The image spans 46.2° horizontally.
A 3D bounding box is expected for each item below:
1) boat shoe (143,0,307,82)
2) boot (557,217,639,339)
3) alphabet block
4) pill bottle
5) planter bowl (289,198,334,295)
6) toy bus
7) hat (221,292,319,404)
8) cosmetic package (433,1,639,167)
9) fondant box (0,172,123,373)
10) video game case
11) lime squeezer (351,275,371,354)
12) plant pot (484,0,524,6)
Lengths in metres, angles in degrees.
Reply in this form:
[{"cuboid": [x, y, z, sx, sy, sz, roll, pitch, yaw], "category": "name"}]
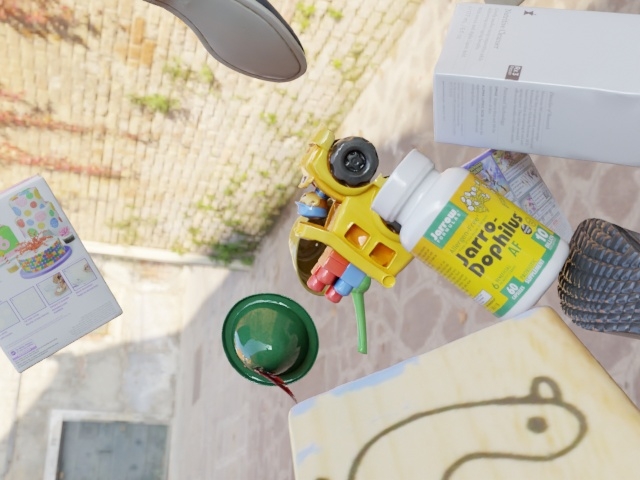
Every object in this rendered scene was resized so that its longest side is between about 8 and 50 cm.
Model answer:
[{"cuboid": [-0.110, -0.247, 0.745, 0.095, 0.254, 0.079, -28, 48, 40], "category": "boat shoe"}, {"cuboid": [0.398, 0.072, 0.752, 0.338, 0.223, 0.118, -118, 42, -75], "category": "boot"}, {"cuboid": [0.104, 0.187, 0.420, 0.197, 0.192, 0.193, -109, -5, -66], "category": "alphabet block"}, {"cuboid": [0.166, -0.010, 0.860, 0.117, 0.208, 0.117, -52, -6, -8], "category": "pill bottle"}, {"cuboid": [0.000, 0.000, 1.571, 0.090, 0.217, 0.217, 22, 107, 42], "category": "planter bowl"}, {"cuboid": [0.036, -0.026, 1.049, 0.211, 0.220, 0.149, -53, 9, 2], "category": "toy bus"}, {"cuboid": [-0.099, 0.191, 1.252, 0.183, 0.208, 0.173, -31, -58, -74], "category": "hat"}, {"cuboid": [0.393, -0.257, 1.220, 0.156, 0.385, 0.217, 77, -153, -48], "category": "cosmetic package"}, {"cuboid": [-0.587, 0.064, 1.508, 0.096, 0.238, 0.330, 27, 144, 64], "category": "fondant box"}, {"cuboid": [0.327, -0.038, 1.279, 0.061, 0.269, 0.244, -28, 92, 40], "category": "video game case"}, {"cuboid": [0.100, 0.045, 1.371, 0.059, 0.110, 0.310, -6, 62, 58], "category": "lime squeezer"}, {"cuboid": [0.351, -0.497, 1.403, 0.096, 0.109, 0.109, -21, 32, 33], "category": "plant pot"}]
